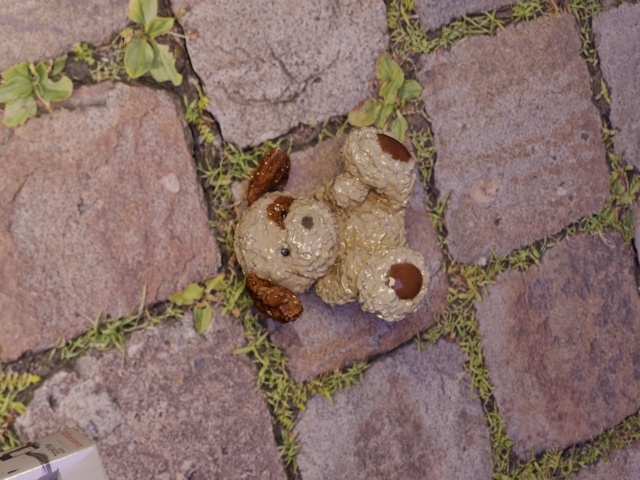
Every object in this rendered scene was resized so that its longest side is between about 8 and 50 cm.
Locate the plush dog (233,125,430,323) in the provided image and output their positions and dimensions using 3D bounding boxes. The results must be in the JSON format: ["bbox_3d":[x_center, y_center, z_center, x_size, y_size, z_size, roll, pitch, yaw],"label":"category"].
[{"bbox_3d":[0.000,0.000,1.609,0.225,0.210,0.262,2,67,-14],"label":"plush dog"}]

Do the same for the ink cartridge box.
[{"bbox_3d":[-0.340,0.282,1.478,0.150,0.109,0.063,-18,102,-25],"label":"ink cartridge box"}]
